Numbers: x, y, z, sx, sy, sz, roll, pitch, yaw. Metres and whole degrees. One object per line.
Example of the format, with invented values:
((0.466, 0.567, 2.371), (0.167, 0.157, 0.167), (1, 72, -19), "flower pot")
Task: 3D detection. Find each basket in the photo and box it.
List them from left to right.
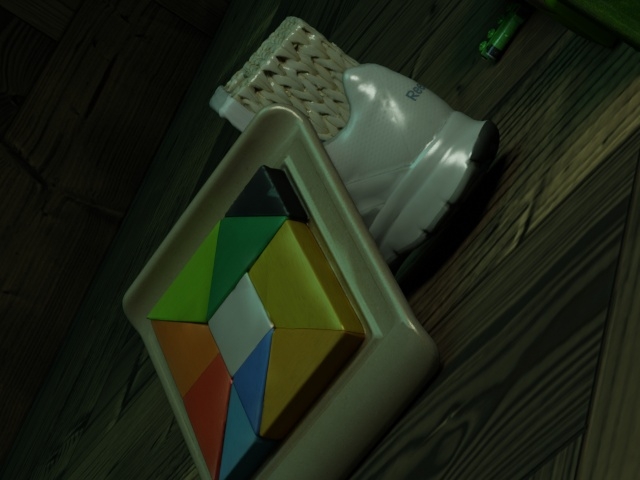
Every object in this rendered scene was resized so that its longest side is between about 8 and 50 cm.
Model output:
((0.006, -0.096, 1.579), (0.103, 0.167, 0.113), (-51, 12, 1), "basket")

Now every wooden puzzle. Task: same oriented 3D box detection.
((-0.041, 0.059, 1.303), (0.221, 0.044, 0.239), (-52, 50, 28), "wooden puzzle")

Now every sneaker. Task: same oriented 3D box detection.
((0.000, 0.000, 1.385), (0.297, 0.129, 0.111), (-52, -5, 19), "sneaker")

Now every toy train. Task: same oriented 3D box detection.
((0.154, -0.177, 1.530), (0.083, 0.017, 0.024), (-56, 22, 8), "toy train")

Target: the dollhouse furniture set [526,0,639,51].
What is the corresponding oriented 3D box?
((0.210, -0.285, 1.224), (0.301, 0.151, 0.197), (-56, 11, 6), "dollhouse furniture set")
